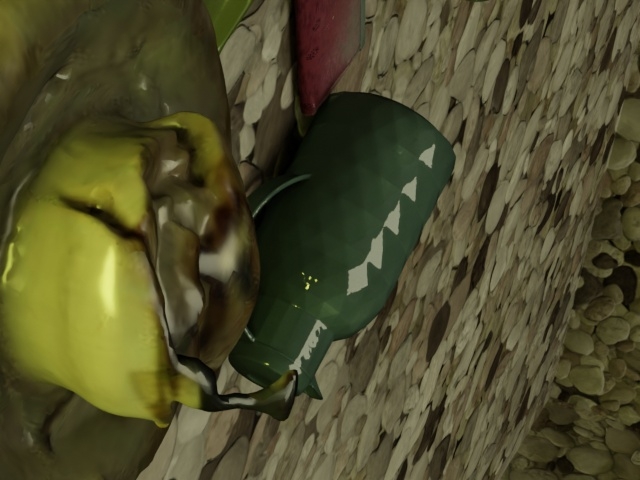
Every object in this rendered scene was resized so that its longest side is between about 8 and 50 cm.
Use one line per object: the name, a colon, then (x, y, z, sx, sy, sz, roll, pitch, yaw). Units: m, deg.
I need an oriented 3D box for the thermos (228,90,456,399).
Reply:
thermos: (0.000, 0.000, 1.506, 0.182, 0.145, 0.286, 45, 63, -35)

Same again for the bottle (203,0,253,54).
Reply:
bottle: (-0.078, -0.217, 1.075, 0.112, 0.112, 0.260, -10, 119, -70)

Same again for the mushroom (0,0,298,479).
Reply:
mushroom: (-0.143, -0.001, 0.801, 0.362, 0.295, 0.362, 12, 90, -67)

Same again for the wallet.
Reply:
wallet: (0.009, -0.230, 1.459, 0.232, 0.025, 0.119, 88, 27, -49)
